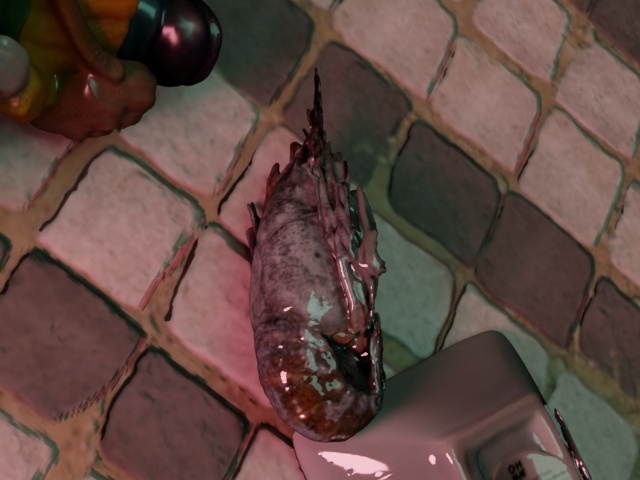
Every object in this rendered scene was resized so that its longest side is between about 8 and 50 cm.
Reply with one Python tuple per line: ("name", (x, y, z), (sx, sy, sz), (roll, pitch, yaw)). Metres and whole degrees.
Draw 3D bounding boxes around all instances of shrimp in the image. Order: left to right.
("shrimp", (0.000, 0.000, 0.841), (0.079, 0.090, 0.232), (17, 60, -34))

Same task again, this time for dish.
("dish", (0.114, 0.179, 0.859), (0.182, 0.080, 0.243), (-22, 85, -38))

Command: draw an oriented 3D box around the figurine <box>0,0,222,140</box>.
("figurine", (-0.198, -0.130, 0.724), (0.204, 0.185, 0.332), (32, 30, 18))
